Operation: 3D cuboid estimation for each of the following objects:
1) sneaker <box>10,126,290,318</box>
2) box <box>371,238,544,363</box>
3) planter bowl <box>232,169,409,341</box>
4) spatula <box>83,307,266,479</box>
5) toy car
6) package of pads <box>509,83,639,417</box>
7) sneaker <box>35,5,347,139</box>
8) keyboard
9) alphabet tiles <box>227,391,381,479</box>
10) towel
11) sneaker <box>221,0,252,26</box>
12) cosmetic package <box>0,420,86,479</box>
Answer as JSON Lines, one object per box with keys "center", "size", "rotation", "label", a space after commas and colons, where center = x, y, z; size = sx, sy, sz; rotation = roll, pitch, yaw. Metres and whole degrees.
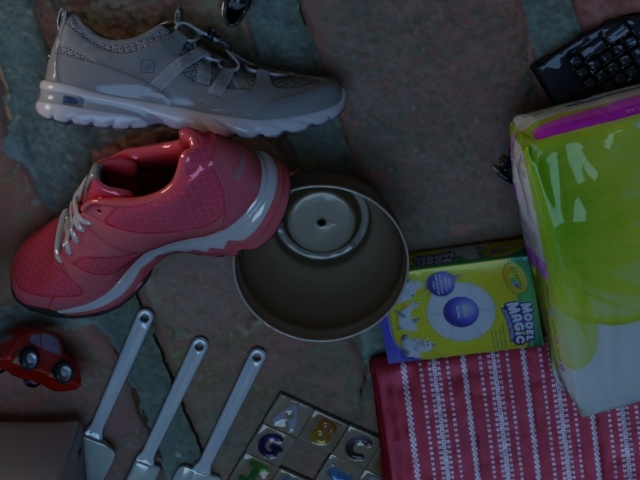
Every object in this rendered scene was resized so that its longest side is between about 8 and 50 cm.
{"center": [-0.183, -0.030, 1.715], "size": [0.314, 0.116, 0.136], "rotation": [-23, 142, 30], "label": "sneaker"}
{"center": [0.146, 0.058, 1.836], "size": [0.179, 0.043, 0.105], "rotation": [-9, 116, 7], "label": "box"}
{"center": [0.000, 0.000, 1.776], "size": [0.162, 0.109, 0.162], "rotation": [0, 116, 0], "label": "planter bowl"}
{"center": [-0.165, 0.187, 1.919], "size": [0.168, 0.019, 0.242], "rotation": [21, 115, -9], "label": "spatula"}
{"center": [-0.336, 0.075, 1.787], "size": [0.239, 0.053, 0.225], "rotation": [13, 160, -6], "label": "toy car"}
{"center": [0.304, 0.002, 1.746], "size": [0.229, 0.101, 0.296], "rotation": [-15, 113, 0], "label": "package of pads"}
{"center": [-0.112, -0.152, 1.705], "size": [0.281, 0.105, 0.115], "rotation": [3, 95, -12], "label": "sneaker"}
{"center": [0.294, -0.049, 1.795], "size": [0.201, 0.033, 0.317], "rotation": [-30, 112, 14], "label": "keyboard"}
{"center": [0.019, 0.280, 1.970], "size": [0.237, 0.009, 0.198], "rotation": [25, 113, -11], "label": "alphabet tiles"}
{"center": [0.191, 0.194, 1.882], "size": [0.275, 0.031, 0.198], "rotation": [-8, 92, 3], "label": "towel"}
{"center": [-0.069, -0.229, 1.704], "size": [0.031, 0.035, 0.083], "rotation": [11, 116, -6], "label": "sneaker"}
{"center": [-0.422, 0.292, 1.889], "size": [0.366, 0.155, 0.197], "rotation": [0, 116, 5], "label": "cosmetic package"}
